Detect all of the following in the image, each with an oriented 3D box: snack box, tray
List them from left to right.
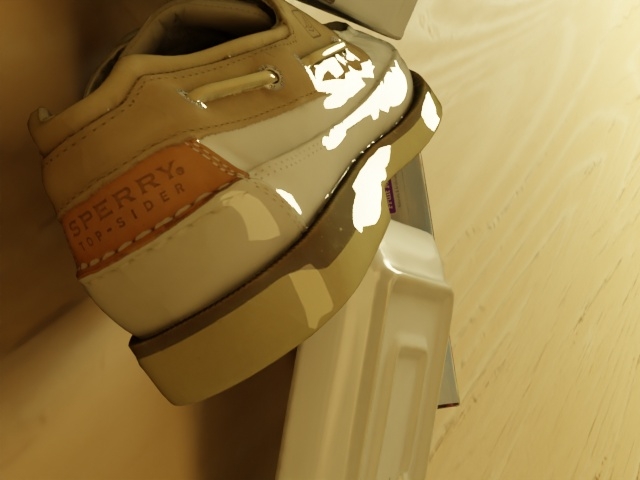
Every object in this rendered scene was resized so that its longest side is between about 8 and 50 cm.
[{"bbox_3d":[0.017,0.123,0.688,0.145,0.030,0.270,17,82,-68],"label":"tray"},{"bbox_3d":[0.041,0.013,0.818,0.100,0.037,0.141,-125,-153,-84],"label":"snack box"}]

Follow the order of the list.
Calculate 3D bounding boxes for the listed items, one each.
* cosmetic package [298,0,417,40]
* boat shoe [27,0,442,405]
[{"bbox_3d":[-0.007,-0.162,0.634,0.117,0.085,0.231,-68,162,8],"label":"cosmetic package"},{"bbox_3d":[-0.027,-0.050,0.591,0.103,0.113,0.302,55,14,-12],"label":"boat shoe"}]
